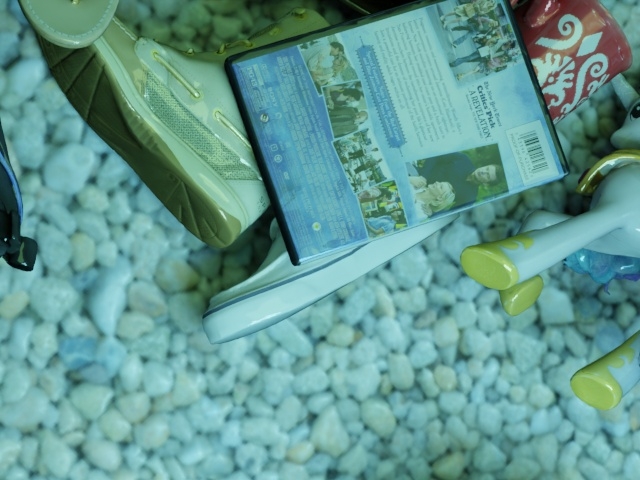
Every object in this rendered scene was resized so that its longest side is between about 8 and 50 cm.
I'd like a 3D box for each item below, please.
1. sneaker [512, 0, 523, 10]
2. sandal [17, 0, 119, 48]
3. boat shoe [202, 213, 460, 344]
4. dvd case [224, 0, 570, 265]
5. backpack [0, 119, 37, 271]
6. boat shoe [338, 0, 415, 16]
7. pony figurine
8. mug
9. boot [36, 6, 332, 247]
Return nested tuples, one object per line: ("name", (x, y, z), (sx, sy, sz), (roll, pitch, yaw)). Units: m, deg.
("sneaker", (0.183, -0.215, 1.715), (0.109, 0.044, 0.040), (6, 76, -23))
("sandal", (-0.189, -0.267, 1.498), (0.088, 0.079, 0.240), (15, 48, -8))
("boat shoe", (0.000, 0.000, 1.573), (0.267, 0.096, 0.088), (-29, 88, -25))
("dvd case", (0.065, -0.101, 1.533), (0.253, 0.022, 0.180), (-18, 87, -15))
("backpack", (-0.380, -0.069, 1.367), (0.263, 0.213, 0.276), (-11, 79, -32))
("boat shoe", (-0.002, -0.279, 1.587), (0.355, 0.132, 0.130), (22, 54, -17))
("pony figurine", (0.339, -0.003, 1.616), (0.351, 0.303, 0.363), (28, 50, 18))
("mug", (0.169, -0.156, 1.648), (0.169, 0.113, 0.150), (-43, 111, -9))
("boot", (-0.097, -0.150, 1.561), (0.203, 0.095, 0.262), (-41, 89, -28))
